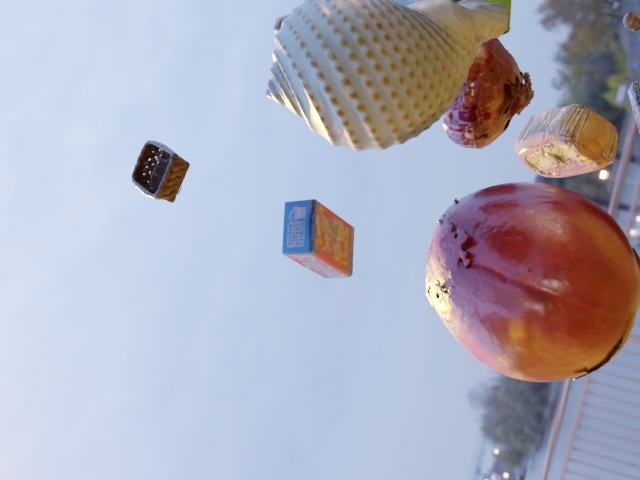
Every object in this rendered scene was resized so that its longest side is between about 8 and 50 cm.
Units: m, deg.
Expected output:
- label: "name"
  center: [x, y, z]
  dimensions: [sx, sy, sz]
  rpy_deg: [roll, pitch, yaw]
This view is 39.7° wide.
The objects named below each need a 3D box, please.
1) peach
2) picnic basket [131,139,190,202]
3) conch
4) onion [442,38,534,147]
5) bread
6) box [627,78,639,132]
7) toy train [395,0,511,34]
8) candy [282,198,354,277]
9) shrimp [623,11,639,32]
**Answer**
- label: "peach"
  center: [0.359, 0.067, 1.539]
  dimensions: [0.370, 0.370, 0.369]
  rpy_deg: [13, -90, -76]
- label: "picnic basket"
  center: [-0.331, -0.144, 1.838]
  dimensions: [0.193, 0.055, 0.110]
  rpy_deg: [33, 100, 60]
- label: "conch"
  center: [0.083, -0.235, 1.230]
  dimensions: [0.303, 0.319, 0.215]
  rpy_deg: [-119, 33, -71]
- label: "onion"
  center: [0.341, -0.289, 1.765]
  dimensions: [0.230, 0.163, 0.229]
  rpy_deg: [16, -90, -72]
- label: "bread"
  center: [0.574, -0.228, 2.082]
  dimensions: [0.119, 0.153, 0.288]
  rpy_deg: [-62, 12, -7]
- label: "box"
  center: [0.673, -0.160, 1.693]
  dimensions: [0.198, 0.084, 0.310]
  rpy_deg: [-14, -93, -72]
- label: "toy train"
  center: [0.207, -0.425, 1.542]
  dimensions: [0.188, 0.243, 0.132]
  rpy_deg: [-22, -47, -18]
- label: "candy"
  center: [-0.001, 0.000, 2.532]
  dimensions: [0.306, 0.100, 0.157]
  rpy_deg: [31, -122, -61]
- label: "shrimp"
  center: [0.549, -0.376, 1.539]
  dimensions: [0.092, 0.038, 0.029]
  rpy_deg: [-18, -53, -62]
